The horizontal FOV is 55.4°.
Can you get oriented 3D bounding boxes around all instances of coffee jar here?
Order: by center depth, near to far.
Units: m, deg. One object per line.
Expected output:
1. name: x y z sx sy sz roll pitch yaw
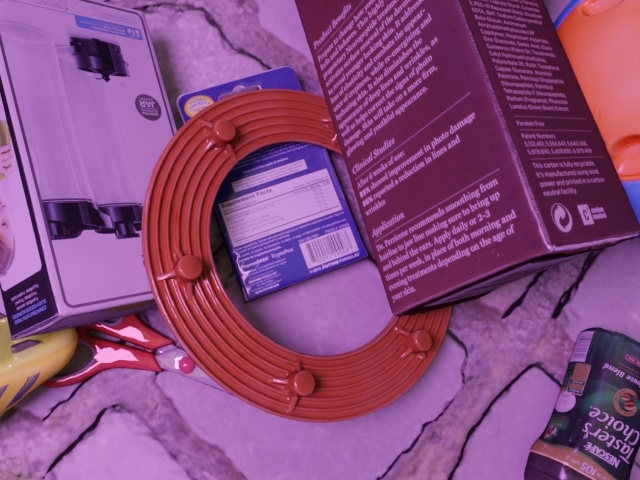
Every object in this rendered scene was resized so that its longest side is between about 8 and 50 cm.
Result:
1. coffee jar: 0.289 0.192 0.635 0.096 0.079 0.185 29 77 -3

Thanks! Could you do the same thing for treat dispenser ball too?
1. treat dispenser ball: 0.354 -0.141 0.599 0.287 0.288 0.289 2 80 -9

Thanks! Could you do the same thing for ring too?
1. ring: 0.000 0.000 0.588 0.336 0.032 0.337 10 68 -27

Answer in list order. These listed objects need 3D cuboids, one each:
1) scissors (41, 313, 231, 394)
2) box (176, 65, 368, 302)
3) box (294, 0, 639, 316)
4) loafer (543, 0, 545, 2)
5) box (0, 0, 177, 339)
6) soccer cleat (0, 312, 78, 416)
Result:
1. scissors: -0.147 0.108 0.608 0.296 0.021 0.109 10 77 -6
2. box: -0.053 -0.063 0.646 0.136 0.036 0.226 -19 85 -12
3. box: 0.113 -0.141 0.574 0.143 0.191 0.382 -8 75 -36
4. loafer: 0.216 -0.305 0.709 0.101 0.092 0.269 30 93 -1
5. box: -0.213 -0.073 0.554 0.169 0.087 0.290 -6 78 -52
6. soccer cleat: -0.344 0.162 0.542 0.289 0.093 0.121 -28 119 -12
